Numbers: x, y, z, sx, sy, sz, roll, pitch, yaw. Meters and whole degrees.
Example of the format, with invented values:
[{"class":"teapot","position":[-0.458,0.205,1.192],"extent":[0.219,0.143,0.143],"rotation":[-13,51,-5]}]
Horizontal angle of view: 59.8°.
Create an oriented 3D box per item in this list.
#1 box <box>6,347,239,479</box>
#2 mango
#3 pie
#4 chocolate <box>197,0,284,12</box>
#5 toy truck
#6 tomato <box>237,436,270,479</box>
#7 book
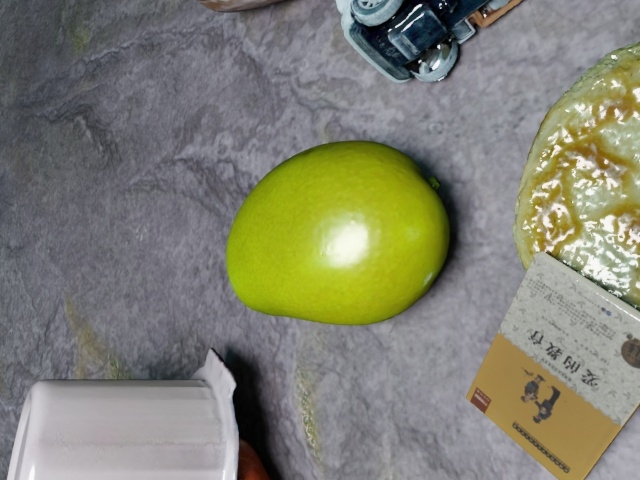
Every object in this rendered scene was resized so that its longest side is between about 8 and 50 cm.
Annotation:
[{"class":"box","position":[-0.242,0.261,0.641],"extent":[0.291,0.206,0.263],"rotation":[-42,43,45]},{"class":"mango","position":[0.003,-0.009,0.581],"extent":[0.272,0.149,0.186],"rotation":[0,84,42]},{"class":"pie","position":[0.291,-0.032,0.412],"extent":[0.302,0.066,0.303],"rotation":[-5,81,36]},{"class":"chocolate","position":[-0.048,-0.366,0.720],"extent":[0.261,0.083,0.161],"rotation":[2,67,37]},{"class":"toy truck","position":[0.150,-0.303,0.526],"extent":[0.305,0.136,0.162],"rotation":[-32,58,27]},{"class":"tomato","position":[-0.097,0.309,0.645],"extent":[0.155,0.069,0.156],"rotation":[-36,47,51]},{"class":"book","position":[0.193,0.109,0.453],"extent":[0.118,0.012,0.172],"rotation":[40,131,36]}]
